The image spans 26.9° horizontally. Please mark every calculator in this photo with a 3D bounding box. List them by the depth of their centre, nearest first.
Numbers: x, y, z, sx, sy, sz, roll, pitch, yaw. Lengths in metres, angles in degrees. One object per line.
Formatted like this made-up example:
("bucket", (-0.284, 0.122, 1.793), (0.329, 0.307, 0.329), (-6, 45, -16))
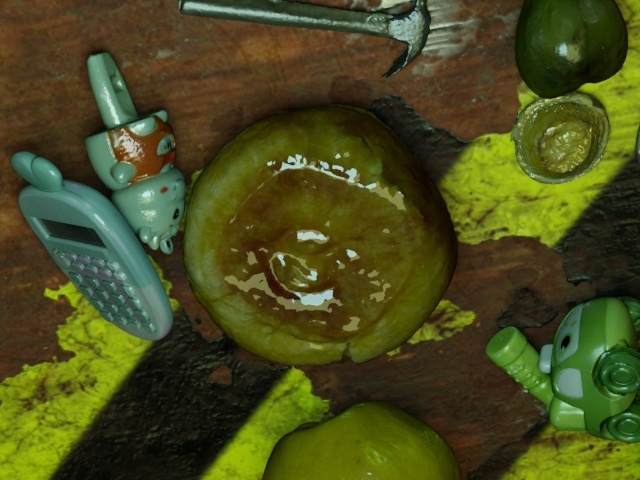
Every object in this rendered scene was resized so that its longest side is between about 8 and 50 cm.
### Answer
("calculator", (-0.276, 0.008, 1.617), (0.041, 0.186, 0.298), (-47, 125, -29))

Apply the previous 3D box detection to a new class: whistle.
("whistle", (-0.220, -0.102, 1.589), (0.106, 0.102, 0.253), (-21, 100, -10))

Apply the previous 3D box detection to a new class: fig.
("fig", (0.280, -0.257, 1.544), (0.133, 0.126, 0.184), (-13, 120, 17))

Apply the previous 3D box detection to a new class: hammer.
("hammer", (-0.018, -0.264, 1.572), (0.297, 0.027, 0.125), (7, 110, -7))

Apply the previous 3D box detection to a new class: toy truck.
("toy truck", (0.345, 0.177, 1.755), (0.211, 0.148, 0.187), (-18, 121, 27))

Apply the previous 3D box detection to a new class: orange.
("orange", (0.048, 0.331, 1.740), (0.279, 0.279, 0.235), (-35, 80, 13))

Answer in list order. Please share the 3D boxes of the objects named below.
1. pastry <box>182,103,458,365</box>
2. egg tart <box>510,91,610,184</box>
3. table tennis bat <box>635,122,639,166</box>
("pastry", (0.000, 0.000, 1.632), (0.356, 0.163, 0.355), (0, 120, 0))
("egg tart", (0.300, -0.123, 1.650), (0.129, 0.049, 0.128), (-2, 117, -4))
("table tennis bat", (0.470, -0.170, 1.655), (0.131, 0.022, 0.234), (9, 116, -7))
